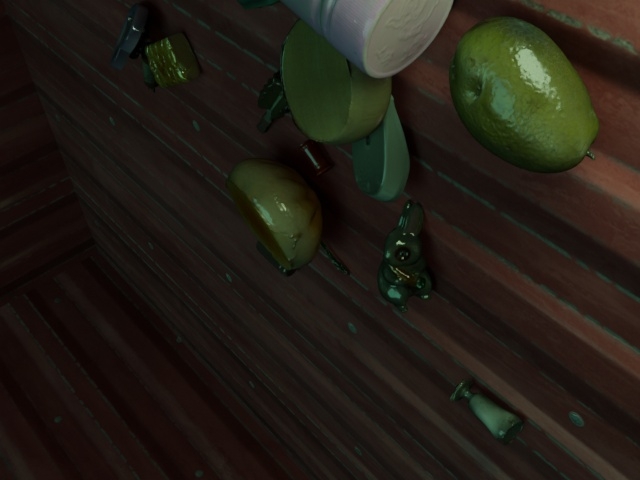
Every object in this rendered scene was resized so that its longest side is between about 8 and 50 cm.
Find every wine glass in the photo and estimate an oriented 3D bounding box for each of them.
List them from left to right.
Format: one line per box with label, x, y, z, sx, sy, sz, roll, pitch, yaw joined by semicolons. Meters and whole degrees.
wine glass;0.366;0.375;1.691;0.155;0.072;0.072;39;149;35

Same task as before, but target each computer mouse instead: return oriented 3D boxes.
computer mouse;0.117;-0.186;1.481;0.128;0.079;0.231;23;122;53

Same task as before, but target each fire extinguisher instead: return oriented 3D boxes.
fire extinguisher;-0.495;-0.498;2.238;0.177;0.050;0.062;102;150;-56

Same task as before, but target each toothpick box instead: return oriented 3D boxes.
toothpick box;-0.011;-0.188;1.732;0.083;0.047;0.047;57;155;-1

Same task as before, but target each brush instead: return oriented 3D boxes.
brush;-0.113;-0.301;1.771;0.084;0.071;0.301;54;160;-2

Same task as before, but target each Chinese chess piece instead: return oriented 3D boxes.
Chinese chess piece;0.025;-0.300;1.417;0.249;0.103;0.250;33;131;48

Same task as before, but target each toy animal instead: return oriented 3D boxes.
toy animal;0.165;0.035;1.605;0.138;0.108;0.236;26;141;48

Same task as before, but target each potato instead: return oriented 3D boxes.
potato;0.285;-0.194;1.074;0.251;0.159;0.174;45;177;6

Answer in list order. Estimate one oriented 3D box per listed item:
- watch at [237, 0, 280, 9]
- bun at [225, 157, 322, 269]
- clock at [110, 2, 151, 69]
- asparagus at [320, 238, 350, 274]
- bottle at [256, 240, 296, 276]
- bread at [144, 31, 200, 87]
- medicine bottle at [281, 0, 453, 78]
watch;-0.132;-0.557;1.509;0.237;0.068;0.195;21;135;57
bun;-0.088;-0.080;1.861;0.299;0.164;0.299;51;169;14
clock;-0.508;-0.564;2.100;0.064;0.172;0.198;22;140;-25
asparagus;0.000;0.000;1.964;0.233;0.023;0.022;52;-161;11
bottle;-0.126;0.046;2.202;0.140;0.053;0.053;41;151;30
bread;-0.401;-0.483;2.062;0.188;0.068;0.126;9;127;58
medicine bottle;0.035;-0.422;1.198;0.316;0.202;0.202;47;153;22
